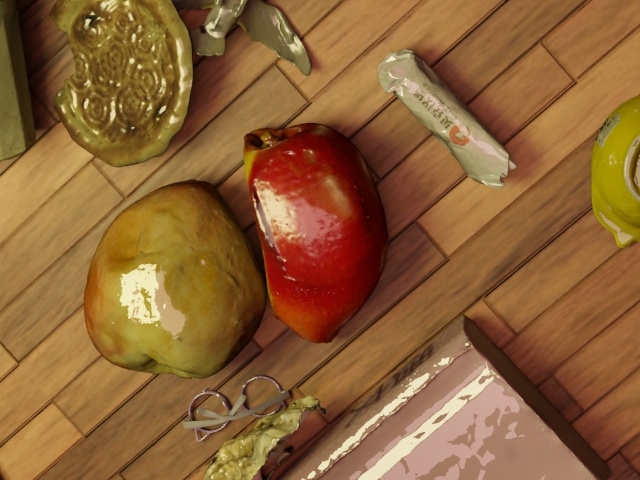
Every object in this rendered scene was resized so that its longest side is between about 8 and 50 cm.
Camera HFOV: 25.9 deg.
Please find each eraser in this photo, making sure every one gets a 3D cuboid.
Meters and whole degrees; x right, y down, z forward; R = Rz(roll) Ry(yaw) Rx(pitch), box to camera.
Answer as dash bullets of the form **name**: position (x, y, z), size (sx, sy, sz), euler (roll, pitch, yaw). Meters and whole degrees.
- **eraser**: position (0.129, 0.308, 1.668), size (0.359, 0.122, 0.272), euler (-43, 95, 13)

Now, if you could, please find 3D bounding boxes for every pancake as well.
- **pancake**: position (-0.235, -0.200, 1.629), size (0.212, 0.029, 0.235), euler (4, 105, 30)

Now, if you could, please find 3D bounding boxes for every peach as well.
- **peach**: position (-0.001, -0.001, 1.610), size (0.159, 0.154, 0.267), euler (-7, 98, 7)
- **peach**: position (-0.163, 0.043, 1.622), size (0.214, 0.214, 0.235), euler (12, 86, 5)

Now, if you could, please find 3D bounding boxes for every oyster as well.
- **oyster**: position (-0.076, 0.251, 1.684), size (0.072, 0.133, 0.209), euler (42, 135, 8)

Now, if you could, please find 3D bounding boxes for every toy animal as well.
- **toy animal**: position (-0.090, -0.280, 1.603), size (0.219, 0.095, 0.155), euler (29, 106, 0)

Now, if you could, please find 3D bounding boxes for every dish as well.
- **dish**: position (0.384, -0.083, 1.589), size (0.149, 0.080, 0.207), euler (18, 100, 4)

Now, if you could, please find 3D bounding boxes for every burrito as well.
- **burrito**: position (0.146, -0.141, 1.616), size (0.203, 0.064, 0.064), euler (45, 102, -3)

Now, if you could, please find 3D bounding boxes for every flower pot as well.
- **flower pot**: position (-0.430, -0.195, 1.619), size (0.212, 0.212, 0.202), euler (-5, 111, 8)

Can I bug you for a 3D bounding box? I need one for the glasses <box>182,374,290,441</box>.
- **glasses**: position (-0.108, 0.212, 1.685), size (0.140, 0.104, 0.062), euler (-17, 96, 5)
